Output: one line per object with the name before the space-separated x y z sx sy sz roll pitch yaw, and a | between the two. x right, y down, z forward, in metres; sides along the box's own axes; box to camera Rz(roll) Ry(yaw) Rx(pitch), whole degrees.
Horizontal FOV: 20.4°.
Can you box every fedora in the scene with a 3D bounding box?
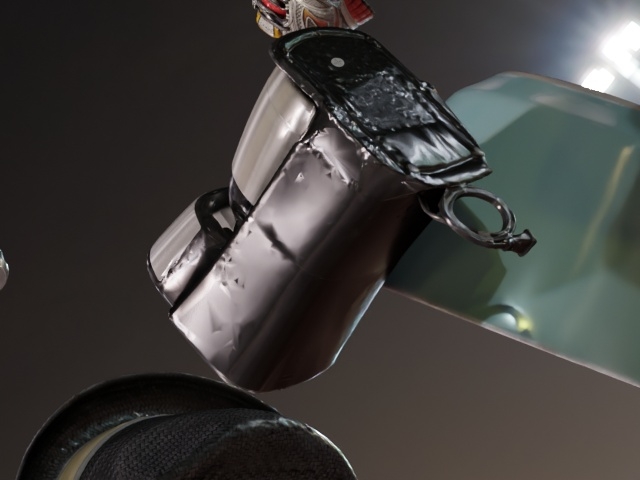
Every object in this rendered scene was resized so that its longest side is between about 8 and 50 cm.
fedora | -0.083 0.232 1.489 0.334 0.334 0.152 -31 -2 -44

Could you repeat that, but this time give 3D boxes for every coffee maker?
coffee maker | 0.000 0.000 0.983 0.120 0.171 0.178 7 -49 -35

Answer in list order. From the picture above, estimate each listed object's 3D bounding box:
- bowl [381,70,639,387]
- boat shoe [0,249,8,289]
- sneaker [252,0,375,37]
bowl | 0.172 -0.004 1.163 0.163 0.311 0.311 -69 -18 -1
boat shoe | -0.308 0.015 1.343 0.142 0.040 0.049 6 -53 -21
sneaker | -0.021 -0.226 1.665 0.093 0.088 0.225 -39 -21 7
